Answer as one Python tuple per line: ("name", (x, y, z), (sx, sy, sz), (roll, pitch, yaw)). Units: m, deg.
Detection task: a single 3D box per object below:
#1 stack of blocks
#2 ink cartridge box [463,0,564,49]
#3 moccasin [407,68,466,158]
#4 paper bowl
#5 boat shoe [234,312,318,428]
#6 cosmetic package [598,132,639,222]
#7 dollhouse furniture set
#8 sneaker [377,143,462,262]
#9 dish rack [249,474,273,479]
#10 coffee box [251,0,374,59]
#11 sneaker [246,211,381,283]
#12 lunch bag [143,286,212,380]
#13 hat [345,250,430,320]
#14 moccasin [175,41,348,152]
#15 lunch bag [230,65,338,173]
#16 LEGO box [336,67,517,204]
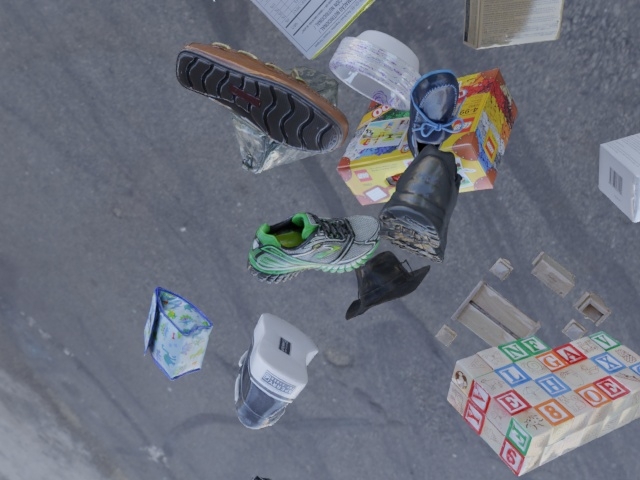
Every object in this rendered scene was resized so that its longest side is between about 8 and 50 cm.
("stack of blocks", (0.380, 0.240, 1.019), (0.171, 0.297, 0.087), (46, 140, 48))
("ink cartridge box", (0.481, -0.590, 1.558), (0.235, 0.088, 0.193), (-9, 119, -11))
("moccasin", (0.288, -0.288, 1.545), (0.138, 0.116, 0.342), (-8, 160, 4))
("paper bowl", (0.181, -0.519, 1.881), (0.284, 0.284, 0.148), (29, 91, 8))
("boat shoe", (-0.072, 0.193, 0.937), (0.108, 0.301, 0.102), (33, 96, -5))
("cosmetic package", (0.954, -0.203, 1.648), (0.366, 0.197, 0.155), (-14, 125, 2))
("dollhouse furniture set", (0.555, 0.219, 1.736), (0.303, 0.174, 0.355), (40, 109, 13))
("sneaker", (0.152, -0.048, 0.890), (0.109, 0.130, 0.286), (24, 174, 6))
("dish rack", (-0.118, 0.575, 1.133), (0.208, 0.271, 0.074), (41, 128, 4))
("coffee box", (0.021, -0.631, 1.226), (0.334, 0.337, 0.338), (43, 130, -13))
("sneaker", (0.000, 0.000, 1.482), (0.134, 0.344, 0.146), (58, 150, 33))
("lunch bag", (-0.306, 0.186, 1.284), (0.151, 0.096, 0.128), (39, 121, 32))
("hat", (0.185, 0.111, 1.950), (0.331, 0.331, 0.134), (-25, 94, 42))
("moccasin", (-0.108, -0.296, 1.271), (0.380, 0.147, 0.139), (25, 129, 18))
("lunch bag", (-0.100, -0.348, 1.841), (0.212, 0.305, 0.256), (39, 139, 37))
("LEGO box", (0.357, -0.336, 2.099), (0.500, 0.372, 0.193), (-5, 136, 40))
